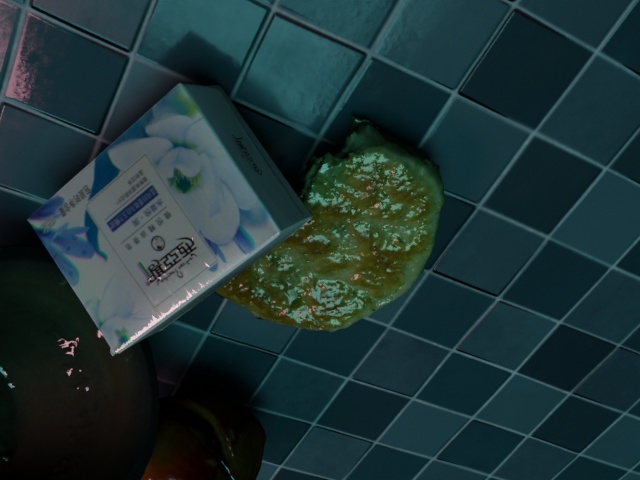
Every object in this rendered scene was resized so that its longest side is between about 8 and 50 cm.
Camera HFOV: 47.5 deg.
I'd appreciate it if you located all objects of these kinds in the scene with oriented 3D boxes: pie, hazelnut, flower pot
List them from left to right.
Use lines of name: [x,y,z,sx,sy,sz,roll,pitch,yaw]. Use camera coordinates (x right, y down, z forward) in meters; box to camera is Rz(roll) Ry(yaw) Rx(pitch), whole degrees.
flower pot: [-0.432,0.207,0.957,0.251,0.379,0.379,-21,128,37]
hazelnut: [-0.202,0.333,1.119,0.217,0.251,0.217,7,105,28]
pie: [0.000,0.000,0.990,0.371,0.078,0.296,-22,124,13]

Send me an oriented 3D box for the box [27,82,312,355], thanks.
box: [-0.183,-0.026,0.878,0.274,0.116,0.203,-35,87,20]
